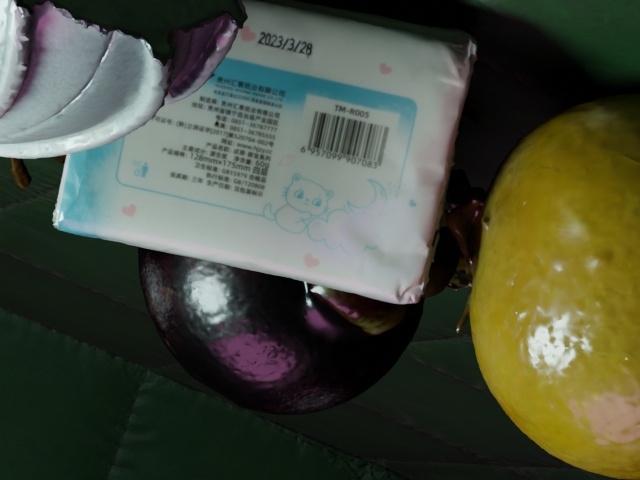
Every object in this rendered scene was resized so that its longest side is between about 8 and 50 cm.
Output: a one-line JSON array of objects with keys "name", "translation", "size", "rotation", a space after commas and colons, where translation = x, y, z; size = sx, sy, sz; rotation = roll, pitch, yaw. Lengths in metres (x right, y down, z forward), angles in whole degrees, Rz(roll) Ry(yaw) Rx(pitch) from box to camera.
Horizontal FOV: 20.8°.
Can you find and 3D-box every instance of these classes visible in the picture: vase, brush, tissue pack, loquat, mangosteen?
[{"name": "vase", "translation": [-0.227, -0.153, 1.097], "size": [0.250, 0.250, 0.445], "rotation": [27, 155, -27]}, {"name": "brush", "translation": [0.099, -0.112, 1.383], "size": [0.024, 0.008, 0.083], "rotation": [-2, 155, 47]}, {"name": "tissue pack", "translation": [-0.037, -0.078, 1.250], "size": [0.271, 0.201, 0.124], "rotation": [13, -168, 3]}, {"name": "loquat", "translation": [0.221, 0.026, 1.244], "size": [0.274, 0.275, 0.275], "rotation": [18, 166, 5]}, {"name": "mangosteen", "translation": [0.000, 0.000, 1.436], "size": [0.302, 0.275, 0.275], "rotation": [-20, 143, 37]}]

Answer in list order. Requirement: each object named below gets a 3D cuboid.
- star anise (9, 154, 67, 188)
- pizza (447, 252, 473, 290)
[{"name": "star anise", "translation": [-0.273, -0.134, 1.621], "size": [0.212, 0.111, 0.196], "rotation": [34, 154, -26]}, {"name": "pizza", "translation": [-0.002, -0.022, 1.721], "size": [0.365, 0.074, 0.182], "rotation": [12, 166, 28]}]
